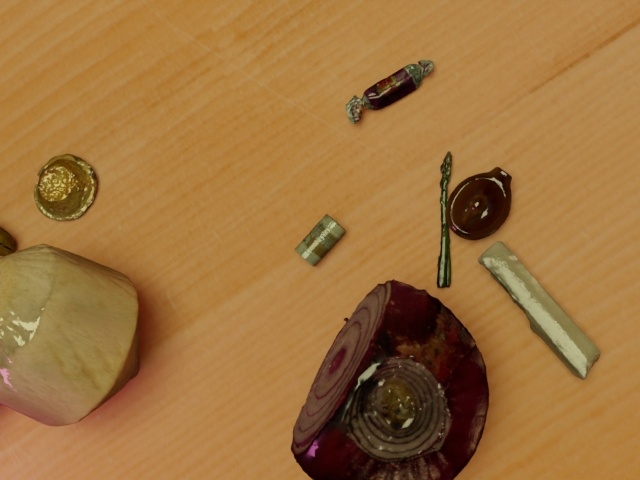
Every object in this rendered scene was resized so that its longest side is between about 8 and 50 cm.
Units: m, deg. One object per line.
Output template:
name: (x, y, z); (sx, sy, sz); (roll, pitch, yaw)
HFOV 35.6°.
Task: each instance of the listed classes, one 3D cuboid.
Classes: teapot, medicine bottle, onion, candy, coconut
teapot: (0.262, -0.061, 1.631); (0.098, 0.078, 0.129); (41, 90, 11)
medicine bottle: (0.000, 0.000, 1.700); (0.047, 0.047, 0.083); (43, 93, 16)
onion: (0.128, 0.248, 1.519); (0.260, 0.282, 0.336); (29, 78, -4)
candy: (0.121, -0.259, 1.718); (0.175, 0.043, 0.045); (-30, 74, 3)
coconut: (-0.431, 0.160, 1.664); (0.329, 0.329, 0.328); (-2, 81, 13)

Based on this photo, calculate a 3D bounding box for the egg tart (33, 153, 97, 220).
egg tart: (-0.473, -0.099, 1.826); (0.129, 0.049, 0.128); (-2, 82, 12)

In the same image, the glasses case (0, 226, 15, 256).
glasses case: (-0.672, -0.029, 1.845); (0.234, 0.079, 0.064); (21, 79, 15)

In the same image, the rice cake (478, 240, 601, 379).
rice cake: (0.351, 0.112, 1.597); (0.057, 0.052, 0.256); (-31, 73, -29)

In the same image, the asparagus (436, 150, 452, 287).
asparagus: (0.209, -0.035, 1.672); (0.023, 0.022, 0.232); (-4, 81, 41)
